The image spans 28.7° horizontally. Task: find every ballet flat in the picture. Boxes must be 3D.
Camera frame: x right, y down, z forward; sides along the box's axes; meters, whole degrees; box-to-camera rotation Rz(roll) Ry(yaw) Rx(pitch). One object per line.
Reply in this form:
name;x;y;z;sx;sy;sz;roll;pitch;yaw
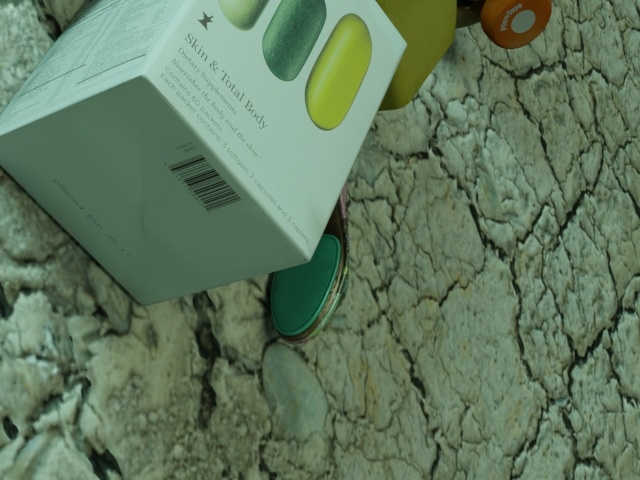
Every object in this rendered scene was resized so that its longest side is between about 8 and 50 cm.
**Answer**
ballet flat;0.000;0.000;1.206;0.079;0.076;0.222;44;45;-59

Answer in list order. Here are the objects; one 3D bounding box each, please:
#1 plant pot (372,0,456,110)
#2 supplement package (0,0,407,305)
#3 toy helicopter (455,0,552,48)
plant pot;0.020;-0.235;1.203;0.212;0.212;0.187;-55;132;-43
supplement package;-0.092;-0.122;1.024;0.199;0.198;0.263;49;46;-28
toy helicopter;0.193;-0.392;1.376;0.235;0.355;0.140;7;37;-34
